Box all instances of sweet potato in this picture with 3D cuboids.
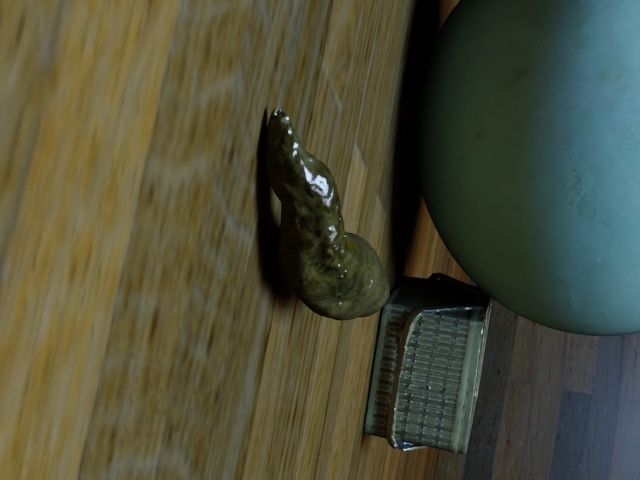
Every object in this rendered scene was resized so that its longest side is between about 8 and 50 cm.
[{"bbox_3d":[0.001,0.005,0.437,0.153,0.038,0.041,61,15,-62],"label":"sweet potato"}]

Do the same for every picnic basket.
[{"bbox_3d":[0.092,0.096,0.909,0.164,0.079,0.115,-39,137,-76],"label":"picnic basket"}]

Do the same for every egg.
[{"bbox_3d":[0.212,-0.070,0.851,0.389,0.276,0.276,55,44,-59],"label":"egg"}]
